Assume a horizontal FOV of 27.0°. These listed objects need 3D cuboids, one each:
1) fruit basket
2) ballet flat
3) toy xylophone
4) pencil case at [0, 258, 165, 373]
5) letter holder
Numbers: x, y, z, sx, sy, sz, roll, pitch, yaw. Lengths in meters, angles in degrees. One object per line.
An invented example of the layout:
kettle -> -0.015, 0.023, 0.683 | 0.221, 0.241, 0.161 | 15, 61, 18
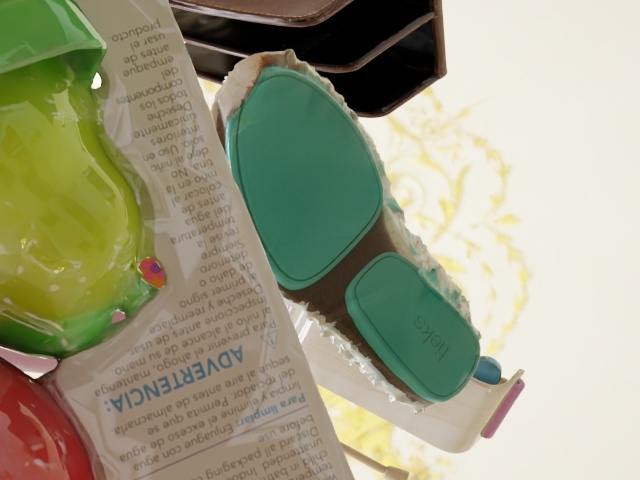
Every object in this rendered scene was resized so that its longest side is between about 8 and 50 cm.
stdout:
fruit basket -> -0.172, 0.047, 0.472 | 0.327, 0.353, 0.165 | -22, -175, -18
ballet flat -> 0.000, 0.000, 1.115 | 0.147, 0.409, 0.147 | -19, -139, 18
toy xylophone -> 0.076, 0.170, 1.659 | 0.236, 0.322, 0.081 | -54, -178, 31
pencil case -> -0.189, 0.024, 0.808 | 0.284, 0.124, 0.124 | 11, -133, -13
letter holder -> -0.060, -0.218, 1.330 | 0.301, 0.152, 0.214 | 19, -138, 34
